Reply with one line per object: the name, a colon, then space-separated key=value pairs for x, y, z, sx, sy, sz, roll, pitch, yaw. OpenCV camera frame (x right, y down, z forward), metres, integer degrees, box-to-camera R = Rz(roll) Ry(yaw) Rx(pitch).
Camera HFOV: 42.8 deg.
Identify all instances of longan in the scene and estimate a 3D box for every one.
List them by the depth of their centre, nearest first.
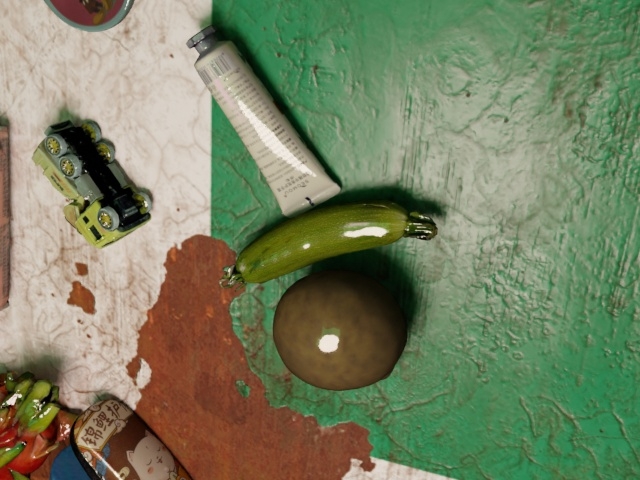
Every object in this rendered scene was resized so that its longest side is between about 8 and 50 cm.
longan: x=0.031 y=0.128 z=1.105 sx=0.185 sy=0.159 sz=0.204 roll=-20 pitch=133 yaw=37

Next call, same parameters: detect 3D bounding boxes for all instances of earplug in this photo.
earplug: x=-0.430 y=0.493 z=1.444 sx=0.133 sy=0.132 sz=0.272 roll=29 pitch=122 yaw=8

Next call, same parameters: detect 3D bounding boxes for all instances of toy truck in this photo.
toy truck: x=-0.346 y=-0.077 z=1.202 sx=0.116 sy=0.085 sz=0.191 roll=-34 pitch=93 yaw=38

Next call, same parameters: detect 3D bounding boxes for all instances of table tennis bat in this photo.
table tennis bat: x=-0.353 y=-0.392 z=1.108 sx=0.244 sy=0.040 sz=0.153 roll=44 pitch=120 yaw=-5

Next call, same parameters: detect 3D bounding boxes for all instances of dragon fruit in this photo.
dragon fruit: x=-0.513 y=0.292 z=1.374 sx=0.269 sy=0.198 sz=0.200 roll=-55 pitch=42 yaw=24

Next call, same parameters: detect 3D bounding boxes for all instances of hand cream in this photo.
hand cream: x=-0.082 y=-0.158 z=1.089 sx=0.095 sy=0.059 sz=0.276 roll=-27 pitch=104 yaw=26

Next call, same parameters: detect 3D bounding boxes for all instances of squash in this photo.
squash: x=0.000 y=-0.003 z=1.105 sx=0.319 sy=0.071 sz=0.080 roll=-16 pitch=96 yaw=23

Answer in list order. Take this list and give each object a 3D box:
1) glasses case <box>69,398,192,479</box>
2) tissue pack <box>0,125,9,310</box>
glasses case: x=-0.287 y=0.404 z=1.350 sx=0.082 sy=0.122 sz=0.321 roll=-35 pitch=96 yaw=30
tissue pack: x=-0.604 y=-0.052 z=1.298 sx=0.228 sy=0.103 sz=0.315 roll=17 pitch=115 yaw=16
